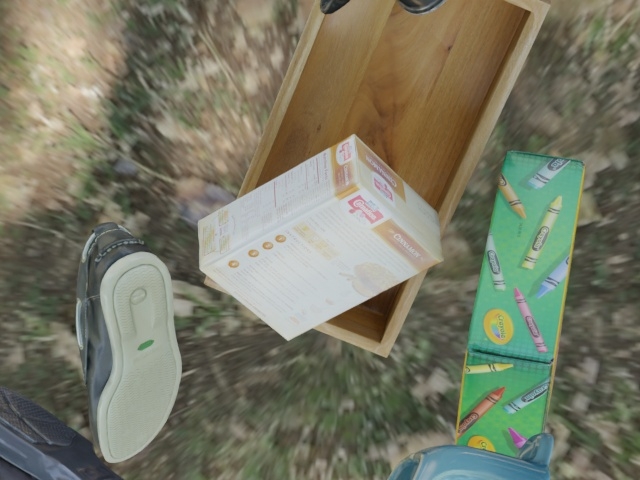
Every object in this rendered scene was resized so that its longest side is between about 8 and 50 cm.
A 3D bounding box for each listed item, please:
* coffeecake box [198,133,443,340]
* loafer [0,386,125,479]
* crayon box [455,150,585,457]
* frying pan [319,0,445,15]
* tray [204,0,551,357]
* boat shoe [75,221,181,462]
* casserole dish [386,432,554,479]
[{"bbox_3d":[0.000,0.000,1.856,0.185,0.142,0.068,-28,43,23],"label":"coffeecake box"},{"bbox_3d":[-0.162,0.220,1.410,0.302,0.109,0.095,36,104,25],"label":"loafer"},{"bbox_3d":[0.189,0.067,1.847,0.081,0.165,0.278,9,44,8],"label":"crayon box"},{"bbox_3d":[0.057,-0.270,1.473,0.053,0.326,0.197,10,93,-22],"label":"frying pan"},{"bbox_3d":[0.051,-0.101,1.914,0.203,0.076,0.411,22,118,-2],"label":"tray"},{"bbox_3d":[-0.173,0.091,1.701,0.084,0.079,0.233,-21,132,-31],"label":"boat shoe"},{"bbox_3d":[0.009,0.132,0.581,0.037,0.114,0.188,31,81,0],"label":"casserole dish"}]
